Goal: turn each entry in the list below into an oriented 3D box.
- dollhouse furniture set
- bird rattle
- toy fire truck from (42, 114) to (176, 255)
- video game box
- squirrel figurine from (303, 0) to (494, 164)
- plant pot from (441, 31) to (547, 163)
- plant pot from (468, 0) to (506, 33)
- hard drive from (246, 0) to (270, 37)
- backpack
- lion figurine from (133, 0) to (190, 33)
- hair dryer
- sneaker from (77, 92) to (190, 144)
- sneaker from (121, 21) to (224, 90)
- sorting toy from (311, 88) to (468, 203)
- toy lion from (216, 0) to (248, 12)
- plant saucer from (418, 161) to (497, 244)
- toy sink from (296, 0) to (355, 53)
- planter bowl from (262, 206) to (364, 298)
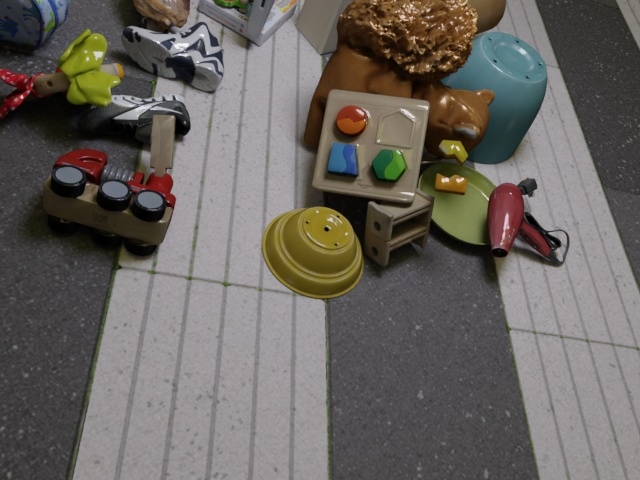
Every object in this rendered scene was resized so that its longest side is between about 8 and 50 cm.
[{"bbox_3d":[0.124,-0.057,1.356,0.129,0.128,0.184,-23,42,-33],"label":"dollhouse furniture set"},{"bbox_3d":[-0.504,-0.308,1.260,0.207,0.254,0.143,-50,123,-68],"label":"bird rattle"},{"bbox_3d":[-0.366,-0.126,1.187,0.217,0.158,0.246,17,39,-9],"label":"toy fire truck"},{"bbox_3d":[-0.186,-0.617,1.674,0.187,0.048,0.205,32,50,0],"label":"video game box"},{"bbox_3d":[0.207,-0.351,1.405,0.371,0.396,0.281,24,42,12],"label":"squirrel figurine"},{"bbox_3d":[0.432,-0.381,1.625,0.293,0.235,0.292,10,53,-14],"label":"plant pot"},{"bbox_3d":[0.357,-0.674,1.841,0.254,0.237,0.237,-31,71,-20],"label":"plant pot"},{"bbox_3d":[-0.111,-0.675,1.584,0.040,0.203,0.307,20,51,-8],"label":"hard drive"},{"bbox_3d":[-0.691,-0.548,1.295,0.356,0.290,0.273,-2,65,-31],"label":"backpack"},{"bbox_3d":[-0.355,-0.666,1.576,0.240,0.142,0.392,28,53,7],"label":"lion figurine"},{"bbox_3d":[0.469,-0.033,1.443,0.294,0.080,0.223,-20,76,-39],"label":"hair dryer"},{"bbox_3d":[-0.369,-0.242,1.303,0.235,0.078,0.106,-14,59,-32],"label":"sneaker"},{"bbox_3d":[-0.325,-0.451,1.466,0.235,0.094,0.153,18,50,-9],"label":"sneaker"},{"bbox_3d":[0.149,-0.190,1.288,0.308,0.041,0.228,9,78,9],"label":"sorting toy"},{"bbox_3d":[-0.219,-0.622,1.617,0.096,0.034,0.100,21,50,4],"label":"toy lion"},{"bbox_3d":[0.332,-0.081,1.492,0.241,0.037,0.240,11,52,-15],"label":"plant saucer"},{"bbox_3d":[0.056,-0.627,1.656,0.153,0.234,0.131,-24,68,-33],"label":"toy sink"},{"bbox_3d":[0.000,0.000,1.265,0.217,0.090,0.217,11,53,-14],"label":"planter bowl"}]
